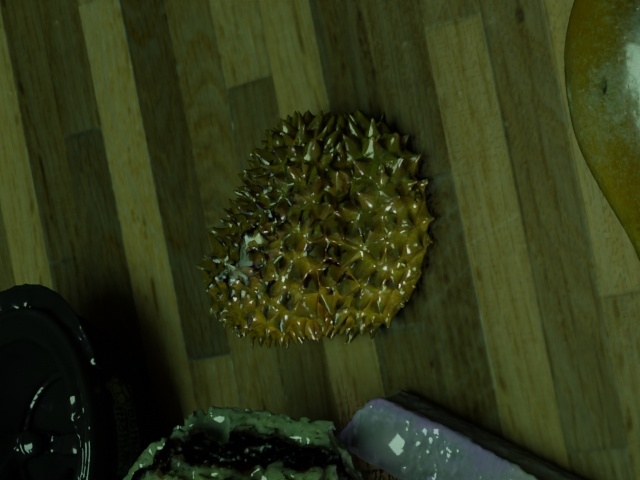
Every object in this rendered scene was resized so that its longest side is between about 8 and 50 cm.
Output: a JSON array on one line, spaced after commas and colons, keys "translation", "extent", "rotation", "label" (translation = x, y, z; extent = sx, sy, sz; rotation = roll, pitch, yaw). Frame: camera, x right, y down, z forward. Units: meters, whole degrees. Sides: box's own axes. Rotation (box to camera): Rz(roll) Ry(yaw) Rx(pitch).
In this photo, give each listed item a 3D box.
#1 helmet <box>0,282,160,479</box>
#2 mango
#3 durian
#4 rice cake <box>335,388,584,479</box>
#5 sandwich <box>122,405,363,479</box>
[{"translation": [-0.252, 0.190, 1.855], "extent": [0.230, 0.160, 0.279], "rotation": [-12, 73, 43], "label": "helmet"}, {"translation": [0.274, -0.087, 1.320], "extent": [0.193, 0.146, 0.316], "rotation": [-8, 83, 19], "label": "mango"}, {"translation": [-0.011, -0.003, 1.627], "extent": [0.183, 0.138, 0.249], "rotation": [45, 118, 39], "label": "durian"}, {"translation": [0.180, 0.217, 1.526], "extent": [0.399, 0.064, 0.070], "rotation": [24, 103, 38], "label": "rice cake"}, {"translation": [-0.071, 0.289, 1.645], "extent": [0.262, 0.131, 0.325], "rotation": [33, 128, -14], "label": "sandwich"}]
